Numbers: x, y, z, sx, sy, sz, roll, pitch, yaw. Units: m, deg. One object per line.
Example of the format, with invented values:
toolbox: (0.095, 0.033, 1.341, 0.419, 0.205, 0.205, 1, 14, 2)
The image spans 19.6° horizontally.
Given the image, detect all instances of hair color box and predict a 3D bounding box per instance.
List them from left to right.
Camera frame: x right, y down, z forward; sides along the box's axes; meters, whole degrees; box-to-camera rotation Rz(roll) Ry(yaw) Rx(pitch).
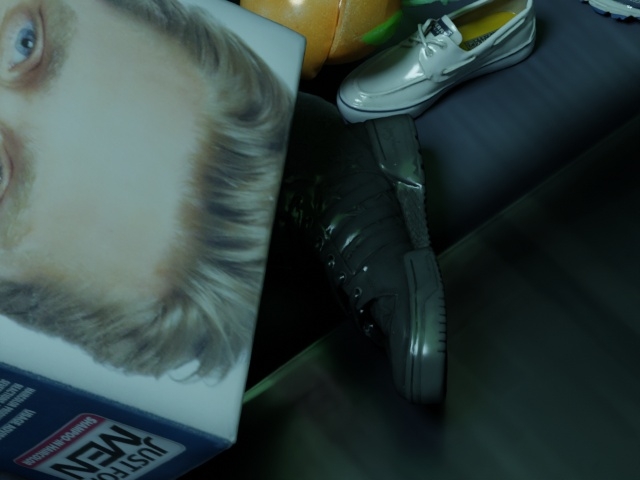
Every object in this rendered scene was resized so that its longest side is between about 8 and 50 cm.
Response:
hair color box: (-0.186, -0.047, 0.631, 0.347, 0.105, 0.174, 21, 60, -23)

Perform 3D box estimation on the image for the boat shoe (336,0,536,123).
boat shoe: (0.051, -0.083, 0.807, 0.100, 0.035, 0.035, -23, 56, -15)

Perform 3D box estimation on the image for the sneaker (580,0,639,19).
sneaker: (0.125, -0.152, 0.842, 0.052, 0.058, 0.135, -32, 59, -20)

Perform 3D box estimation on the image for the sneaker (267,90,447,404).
sneaker: (0.000, -0.002, 0.742, 0.089, 0.051, 0.170, -5, 49, -1)

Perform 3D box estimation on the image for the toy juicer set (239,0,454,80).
toy juicer set: (-0.058, -0.174, 0.862, 0.329, 0.089, 0.209, 28, 79, 30)
